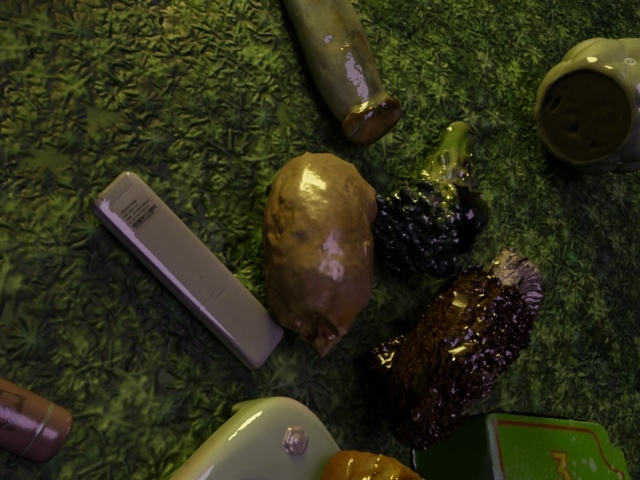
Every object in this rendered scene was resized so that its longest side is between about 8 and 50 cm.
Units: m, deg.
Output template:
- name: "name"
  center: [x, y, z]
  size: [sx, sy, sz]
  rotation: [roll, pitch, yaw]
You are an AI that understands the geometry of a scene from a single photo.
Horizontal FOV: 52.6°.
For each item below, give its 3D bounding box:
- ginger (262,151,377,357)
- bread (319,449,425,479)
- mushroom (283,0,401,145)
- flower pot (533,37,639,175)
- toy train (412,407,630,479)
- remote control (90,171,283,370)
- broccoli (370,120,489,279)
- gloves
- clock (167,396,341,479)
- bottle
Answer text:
- name: "ginger"
  center: [0.000, 0.000, 0.761]
  size: [0.152, 0.138, 0.267]
  rotation: [32, 54, -28]
- name: "bread"
  center: [0.012, 0.374, 0.535]
  size: [0.185, 0.109, 0.380]
  rotation: [43, 55, -16]
- name: "mushroom"
  center: [0.018, -0.278, 0.899]
  size: [0.100, 0.081, 0.312]
  rotation: [-17, 81, -41]
- name: "flower pot"
  center: [0.502, -0.232, 1.122]
  size: [0.195, 0.246, 0.246]
  rotation: [-23, 89, -38]
- name: "toy train"
  center: [0.267, 0.349, 0.824]
  size: [0.308, 0.173, 0.248]
  rotation: [14, 59, -31]
- name: "remote control"
  center: [-0.143, 0.037, 0.718]
  size: [0.261, 0.029, 0.067]
  rotation: [48, 54, -16]
- name: "broccoli"
  center: [0.168, -0.078, 0.915]
  size: [0.146, 0.164, 0.304]
  rotation: [23, 43, 8]
- name: "gloves"
  center: [0.168, 0.129, 0.801]
  size: [0.135, 0.210, 0.312]
  rotation: [48, 31, 10]
- name: "clock"
  center: [-0.087, 0.330, 0.612]
  size: [0.324, 0.109, 0.265]
  rotation: [-33, 97, -36]
- name: "bottle"
  center: [-0.289, 0.145, 0.563]
  size: [0.140, 0.053, 0.053]
  rotation: [35, 58, -22]
